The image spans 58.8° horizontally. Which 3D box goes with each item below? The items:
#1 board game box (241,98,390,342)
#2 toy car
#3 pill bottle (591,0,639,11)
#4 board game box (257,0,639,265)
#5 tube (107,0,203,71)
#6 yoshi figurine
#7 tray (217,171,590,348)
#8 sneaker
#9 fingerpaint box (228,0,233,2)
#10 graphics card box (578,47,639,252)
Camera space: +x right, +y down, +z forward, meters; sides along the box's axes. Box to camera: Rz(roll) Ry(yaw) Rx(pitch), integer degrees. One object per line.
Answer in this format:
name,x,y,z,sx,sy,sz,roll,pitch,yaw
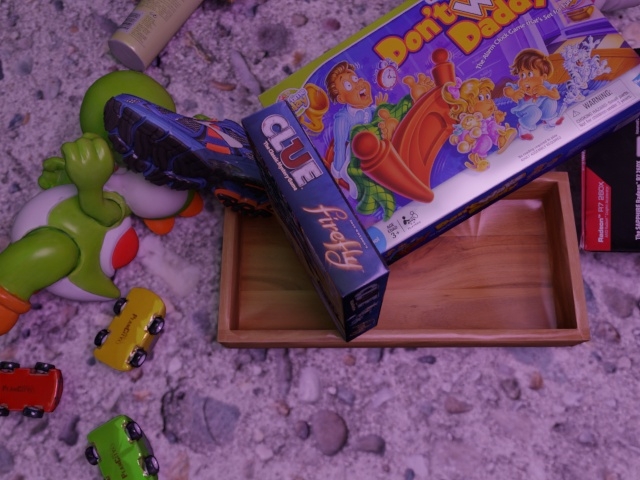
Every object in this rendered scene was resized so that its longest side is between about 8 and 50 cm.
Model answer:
board game box,0.000,0.000,0.535,0.042,0.243,0.165,-29,74,-6
toy car,-0.251,0.199,0.660,0.239,0.053,0.225,-30,74,-6
pill bottle,0.284,-0.362,0.757,0.283,0.160,0.160,-9,72,0
board game box,0.137,-0.148,0.628,0.347,0.078,0.233,-32,73,5
tube,-0.215,-0.353,0.835,0.070,0.062,0.240,41,67,-31
yoshi figurine,-0.288,-0.068,0.677,0.362,0.203,0.203,-40,69,-13
tray,0.091,0.026,0.689,0.411,0.076,0.202,0,72,2
sneaker,-0.131,-0.100,0.631,0.221,0.083,0.087,26,47,-31
fingerpaint box,-0.151,-0.619,0.842,0.371,0.163,0.444,32,70,12
graphics card box,0.476,-0.099,0.592,0.371,0.094,0.232,0,90,32
